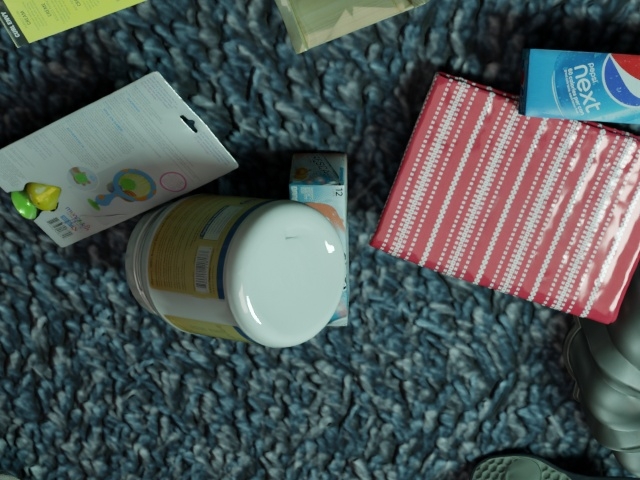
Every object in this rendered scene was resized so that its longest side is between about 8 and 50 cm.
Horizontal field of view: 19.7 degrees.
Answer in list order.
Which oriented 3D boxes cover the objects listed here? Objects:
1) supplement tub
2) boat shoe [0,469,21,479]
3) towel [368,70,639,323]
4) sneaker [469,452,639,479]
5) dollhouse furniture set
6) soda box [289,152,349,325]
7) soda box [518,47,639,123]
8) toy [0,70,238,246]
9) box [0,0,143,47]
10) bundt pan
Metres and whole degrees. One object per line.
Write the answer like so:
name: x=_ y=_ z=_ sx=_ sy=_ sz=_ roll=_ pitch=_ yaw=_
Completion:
supplement tub: x=-0.088 y=0.027 z=1.839 sx=0.199 sy=0.144 sz=0.144 roll=6 pitch=138 yaw=48
boat shoe: x=-0.358 y=0.364 z=2.174 sx=0.116 sy=0.123 sz=0.324 roll=13 pitch=144 yaw=36
towel: x=0.208 y=-0.041 z=1.855 sx=0.274 sy=0.031 sz=0.199 roll=18 pitch=105 yaw=-9
sneaker: x=0.289 y=0.320 z=2.109 sx=0.226 sy=0.086 sz=0.163 roll=10 pitch=153 yaw=25
dollhouse furniture set: x=0.016 y=-0.286 z=1.687 sx=0.129 sy=0.129 sz=0.184 roll=-20 pitch=98 yaw=17
soda box: x=0.000 y=0.000 z=1.910 sx=0.058 sy=0.063 sz=0.183 roll=0 pitch=126 yaw=4
soda box: x=0.299 y=-0.146 z=1.771 sx=0.210 sy=0.071 sz=0.067 roll=3 pitch=95 yaw=0
toy: x=-0.213 y=-0.089 z=1.863 sx=0.237 sy=0.056 sz=0.137 roll=-25 pitch=124 yaw=25
box: x=-0.189 y=-0.259 z=1.723 sx=0.232 sy=0.087 sz=0.058 roll=-19 pitch=125 yaw=15
bundt pan: x=0.425 y=0.148 z=1.957 sx=0.330 sy=0.124 sz=0.331 roll=2 pitch=126 yaw=2
